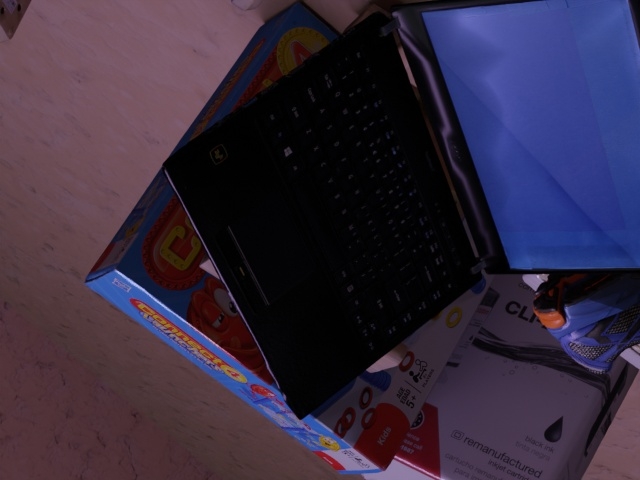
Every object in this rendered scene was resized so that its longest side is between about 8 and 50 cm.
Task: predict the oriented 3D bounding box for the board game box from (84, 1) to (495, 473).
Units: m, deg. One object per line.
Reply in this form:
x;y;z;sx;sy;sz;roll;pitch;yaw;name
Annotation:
0.000;0.000;1.269;0.302;0.308;0.086;38;157;-17;board game box

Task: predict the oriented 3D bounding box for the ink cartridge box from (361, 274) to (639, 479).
0.183;0.142;1.380;0.197;0.272;0.114;23;154;23;ink cartridge box

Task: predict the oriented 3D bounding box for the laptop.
0.080;-0.013;0.863;0.136;0.264;0.234;36;157;48;laptop

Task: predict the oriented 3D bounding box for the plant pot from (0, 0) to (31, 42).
-0.368;-0.268;1.492;0.096;0.109;0.109;10;153;18;plant pot

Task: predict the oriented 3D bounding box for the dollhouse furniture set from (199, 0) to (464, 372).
0.092;-0.078;1.005;0.362;0.256;0.394;32;160;-11;dollhouse furniture set

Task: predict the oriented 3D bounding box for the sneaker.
0.279;0.031;1.109;0.083;0.221;0.087;-106;-10;-68;sneaker

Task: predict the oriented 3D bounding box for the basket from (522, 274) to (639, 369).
0.281;0.027;1.207;0.167;0.113;0.103;36;157;-9;basket
